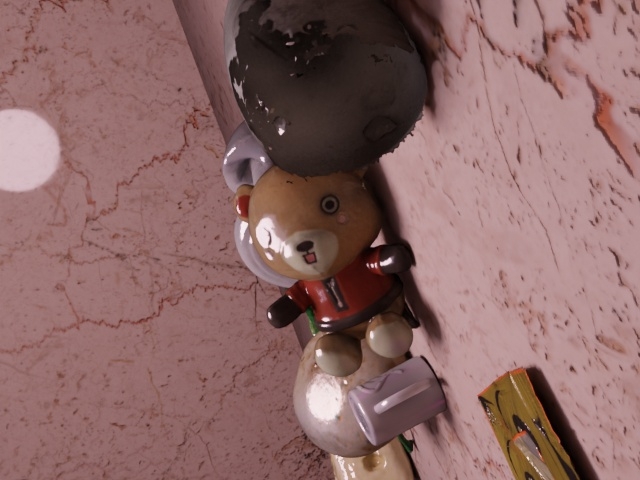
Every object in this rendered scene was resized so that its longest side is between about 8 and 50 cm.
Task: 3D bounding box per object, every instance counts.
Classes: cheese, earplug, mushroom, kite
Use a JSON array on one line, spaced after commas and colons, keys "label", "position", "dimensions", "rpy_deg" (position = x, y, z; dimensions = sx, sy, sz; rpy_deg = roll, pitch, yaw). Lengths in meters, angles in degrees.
[{"label": "cheese", "position": [0.108, 0.486, 1.805], "dimensions": [0.248, 0.174, 0.251], "rpy_deg": [-121, 18, -51]}, {"label": "earplug", "position": [-0.058, -0.073, 1.384], "dimensions": [0.175, 0.214, 0.325], "rpy_deg": [-26, -81, -80]}, {"label": "mushroom", "position": [0.078, 0.269, 1.436], "dimensions": [0.243, 0.244, 0.243], "rpy_deg": [158, 90, -81]}, {"label": "kite", "position": [0.255, 0.277, 0.908], "dimensions": [0.327, 0.013, 0.377], "rpy_deg": [-125, 14, -58]}]

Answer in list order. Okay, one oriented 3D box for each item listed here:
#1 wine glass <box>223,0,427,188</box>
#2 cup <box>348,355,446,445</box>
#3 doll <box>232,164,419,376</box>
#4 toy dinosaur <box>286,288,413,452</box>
[{"label": "wine glass", "position": [-0.029, -0.234, 0.837], "dimensions": [0.190, 0.191, 0.357], "rpy_deg": [81, 167, -56]}, {"label": "cup", "position": [0.120, 0.244, 1.250], "dimensions": [0.099, 0.133, 0.136], "rpy_deg": [56, 165, 42]}, {"label": "doll", "position": [0.023, 0.026, 1.158], "dimensions": [0.329, 0.235, 0.174], "rpy_deg": [63, -153, -13]}, {"label": "toy dinosaur", "position": [0.049, 0.247, 1.561], "dimensions": [0.447, 0.087, 0.300], "rpy_deg": [31, -137, -50]}]
